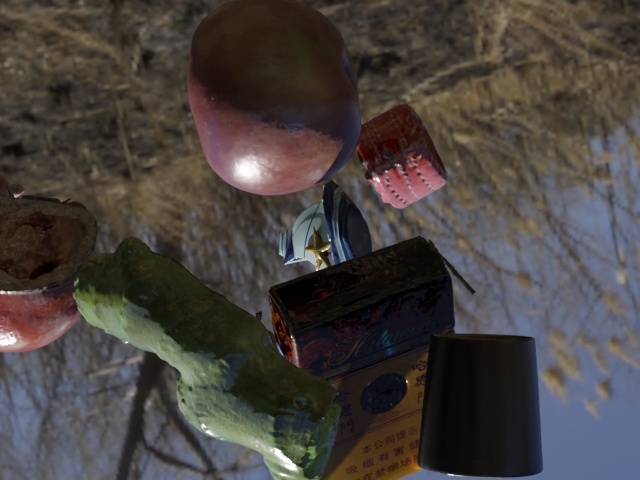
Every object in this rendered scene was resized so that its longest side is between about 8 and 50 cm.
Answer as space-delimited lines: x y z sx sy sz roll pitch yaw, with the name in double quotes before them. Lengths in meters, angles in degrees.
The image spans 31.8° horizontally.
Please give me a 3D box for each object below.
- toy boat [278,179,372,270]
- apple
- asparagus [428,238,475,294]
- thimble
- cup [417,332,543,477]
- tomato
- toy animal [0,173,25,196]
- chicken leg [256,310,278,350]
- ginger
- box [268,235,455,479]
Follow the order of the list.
"toy boat" 0.000 0.000 2.204 0.067 0.221 0.291 -10 180 -30
"apple" -0.063 -0.214 1.634 0.234 0.306 0.306 -13 -172 8
"asparagus" 0.284 0.059 2.468 0.016 0.163 0.016 -10 142 -50
"thimble" 0.145 -0.152 2.046 0.125 0.163 0.189 -27 158 11
"cup" 0.216 0.216 1.537 0.166 0.177 0.239 0 178 4
"tomato" -0.366 0.049 1.321 0.214 0.155 0.181 12 -140 8
"toy animal" -0.581 -0.102 1.895 0.089 0.150 0.083 -34 -157 56
"chicken leg" -0.141 0.135 1.775 0.085 0.207 0.101 -25 -148 27
"ginger" -0.103 0.104 0.982 0.089 0.290 0.137 -45 170 -31
"box" 0.077 0.212 1.762 0.264 0.415 0.116 -18 -140 -13
